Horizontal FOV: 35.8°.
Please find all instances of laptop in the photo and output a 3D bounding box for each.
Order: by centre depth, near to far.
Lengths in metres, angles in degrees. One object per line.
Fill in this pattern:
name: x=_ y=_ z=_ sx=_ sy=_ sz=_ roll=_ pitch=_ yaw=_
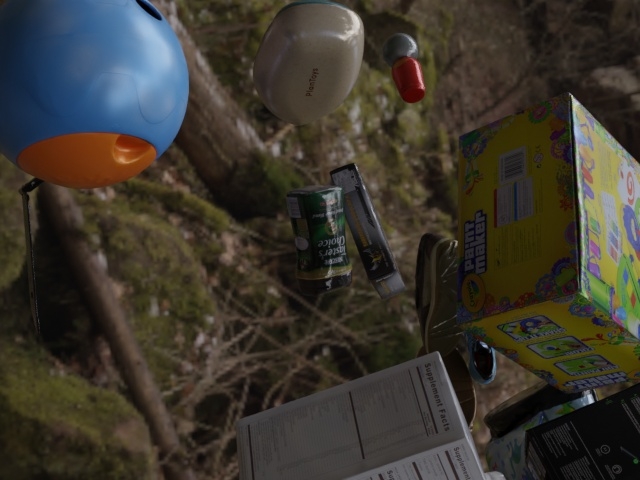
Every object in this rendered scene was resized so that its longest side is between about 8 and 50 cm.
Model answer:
laptop: x=-0.501 y=-0.049 z=2.044 sx=0.236 sy=0.408 sz=0.382 roll=53 pitch=-13 yaw=-14

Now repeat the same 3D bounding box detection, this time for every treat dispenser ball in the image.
treat dispenser ball: x=-0.325 y=-0.214 z=1.352 sx=0.288 sy=0.288 sz=0.288 roll=-9 pitch=90 yaw=-87

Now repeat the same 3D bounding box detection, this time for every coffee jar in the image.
coffee jar: x=0.000 y=0.000 z=1.688 sx=0.079 sy=0.096 sz=0.184 roll=7 pitch=-72 yaw=50

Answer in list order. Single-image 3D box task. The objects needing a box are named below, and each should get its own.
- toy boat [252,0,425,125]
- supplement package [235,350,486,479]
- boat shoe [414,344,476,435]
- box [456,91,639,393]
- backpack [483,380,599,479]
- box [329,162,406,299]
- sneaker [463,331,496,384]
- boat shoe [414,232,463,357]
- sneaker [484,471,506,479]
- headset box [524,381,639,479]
toy boat: x=0.035 y=-0.321 z=1.774 sx=0.267 sy=0.318 sz=0.148 roll=116 pitch=-30 yaw=-49
supplement package: x=0.047 y=0.246 z=1.079 sx=0.139 sy=0.244 sz=0.134 roll=-101 pitch=170 yaw=-54
boat shoe: x=0.218 y=0.356 z=1.813 sx=0.110 sy=0.121 sz=0.341 roll=128 pitch=-42 yaw=-73
box: x=0.331 y=0.014 z=1.324 sx=0.279 sy=0.177 sz=0.290 roll=33 pitch=51 yaw=-38
backpack: x=0.463 y=0.460 z=1.887 sx=0.355 sy=0.273 sz=0.290 roll=58 pitch=-29 yaw=9
box: x=0.093 y=-0.015 z=1.918 sx=0.183 sy=0.056 sz=0.231 roll=54 pitch=16 yaw=-72
sneaker: x=0.292 y=0.180 z=1.796 sx=0.073 sy=0.063 sz=0.162 roll=80 pitch=-2 yaw=-84
boat shoe: x=0.192 y=0.088 z=1.625 sx=0.073 sy=0.080 sz=0.224 roll=39 pitch=-41 yaw=49
sneaker: x=0.243 y=0.446 z=1.546 sx=0.297 sy=0.129 sz=0.111 roll=-121 pitch=-139 yaw=-81
headset box: x=0.482 y=0.351 z=1.453 sx=0.131 sy=0.283 sz=0.246 roll=74 pitch=-8 yaw=-56
